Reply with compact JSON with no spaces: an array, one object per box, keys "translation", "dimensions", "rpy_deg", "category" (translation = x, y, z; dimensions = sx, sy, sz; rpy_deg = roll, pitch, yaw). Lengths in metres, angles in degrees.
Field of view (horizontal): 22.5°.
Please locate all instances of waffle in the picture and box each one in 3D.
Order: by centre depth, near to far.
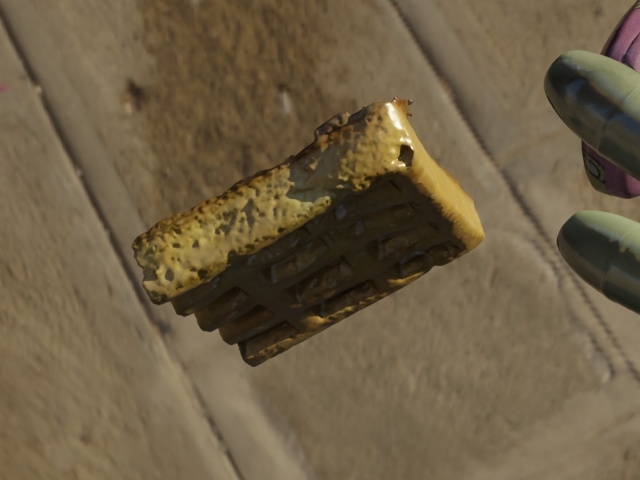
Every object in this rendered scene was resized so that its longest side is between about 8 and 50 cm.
[{"translation":[0.000,0.000,1.589],"dimensions":[0.304,0.348,0.078],"rpy_deg":[-27,69,9],"category":"waffle"}]

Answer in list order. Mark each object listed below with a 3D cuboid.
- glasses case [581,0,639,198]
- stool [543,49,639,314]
[{"translation":[0.268,-0.137,1.136],"dimensions":[0.075,0.123,0.316],"rpy_deg":[19,38,28],"category":"glasses case"},{"translation":[0.253,-0.031,0.876],"dimensions":[0.195,0.195,0.199],"rpy_deg":[-33,53,-13],"category":"stool"}]
